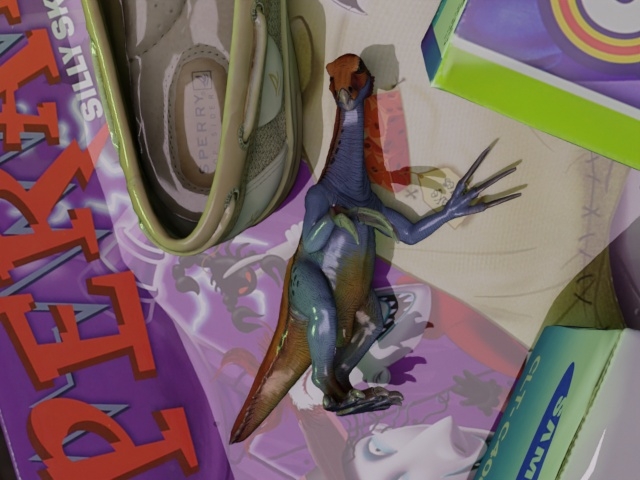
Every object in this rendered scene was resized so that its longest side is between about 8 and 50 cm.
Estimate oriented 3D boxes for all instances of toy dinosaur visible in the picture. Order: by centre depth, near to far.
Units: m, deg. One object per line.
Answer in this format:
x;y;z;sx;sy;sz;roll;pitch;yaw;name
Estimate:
0.000;0.000;0.418;0.090;0.047;0.082;-17;78;24;toy dinosaur

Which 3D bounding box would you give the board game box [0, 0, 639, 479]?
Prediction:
-0.006;-0.059;0.450;0.208;0.056;0.346;-14;97;17;board game box

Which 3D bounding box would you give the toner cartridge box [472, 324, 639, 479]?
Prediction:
0.178;0.164;0.389;0.348;0.075;0.165;25;85;-4;toner cartridge box

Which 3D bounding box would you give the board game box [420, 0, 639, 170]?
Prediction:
0.224;-0.079;0.356;0.347;0.078;0.233;21;103;-3;board game box

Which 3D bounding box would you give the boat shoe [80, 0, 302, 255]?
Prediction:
-0.036;-0.074;0.405;0.056;0.048;0.153;-3;100;11;boat shoe
